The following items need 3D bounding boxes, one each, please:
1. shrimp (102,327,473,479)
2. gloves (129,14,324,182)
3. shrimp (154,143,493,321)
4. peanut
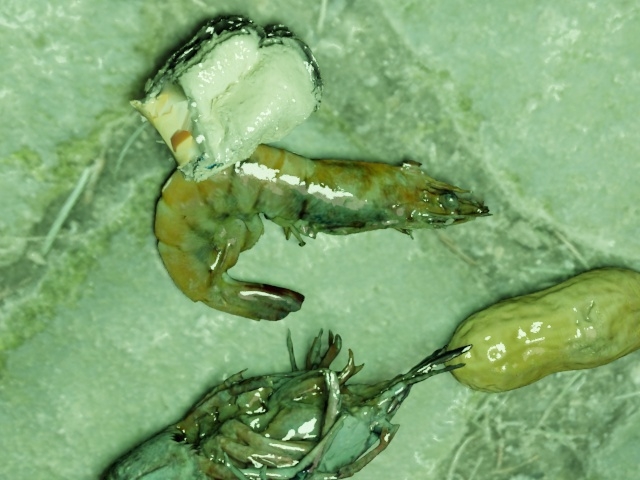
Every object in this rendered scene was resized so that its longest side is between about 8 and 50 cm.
[{"bbox_3d":[-0.037,0.180,1.589,0.372,0.172,0.137,-36,110,12],"label":"shrimp"},{"bbox_3d":[-0.075,-0.124,1.500,0.153,0.070,0.114,-33,88,-1],"label":"gloves"},{"bbox_3d":[0.000,0.000,1.586,0.296,0.058,0.169,7,117,-10],"label":"shrimp"},{"bbox_3d":[0.215,0.081,1.652,0.214,0.099,0.099,-13,115,-1],"label":"peanut"}]
